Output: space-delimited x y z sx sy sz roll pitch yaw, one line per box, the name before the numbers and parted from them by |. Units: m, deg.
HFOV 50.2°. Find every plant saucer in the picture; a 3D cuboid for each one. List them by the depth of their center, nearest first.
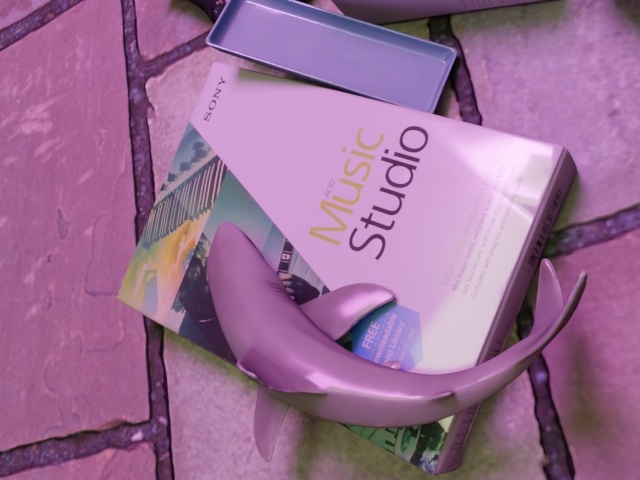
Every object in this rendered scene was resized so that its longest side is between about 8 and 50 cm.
plant saucer | 0.008 -0.152 0.549 0.192 0.018 0.067 20 69 10

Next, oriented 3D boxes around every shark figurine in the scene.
shark figurine | 0.013 0.074 0.418 0.278 0.116 0.166 6 82 32

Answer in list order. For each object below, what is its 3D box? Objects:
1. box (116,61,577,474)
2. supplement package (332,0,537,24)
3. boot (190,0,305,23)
box | 0.000 0.000 0.538 0.322 0.058 0.232 21 88 32
supplement package | 0.088 -0.243 0.522 0.179 0.105 0.105 2 79 29
boot | -0.066 -0.311 0.632 0.179 0.085 0.236 36 103 30
